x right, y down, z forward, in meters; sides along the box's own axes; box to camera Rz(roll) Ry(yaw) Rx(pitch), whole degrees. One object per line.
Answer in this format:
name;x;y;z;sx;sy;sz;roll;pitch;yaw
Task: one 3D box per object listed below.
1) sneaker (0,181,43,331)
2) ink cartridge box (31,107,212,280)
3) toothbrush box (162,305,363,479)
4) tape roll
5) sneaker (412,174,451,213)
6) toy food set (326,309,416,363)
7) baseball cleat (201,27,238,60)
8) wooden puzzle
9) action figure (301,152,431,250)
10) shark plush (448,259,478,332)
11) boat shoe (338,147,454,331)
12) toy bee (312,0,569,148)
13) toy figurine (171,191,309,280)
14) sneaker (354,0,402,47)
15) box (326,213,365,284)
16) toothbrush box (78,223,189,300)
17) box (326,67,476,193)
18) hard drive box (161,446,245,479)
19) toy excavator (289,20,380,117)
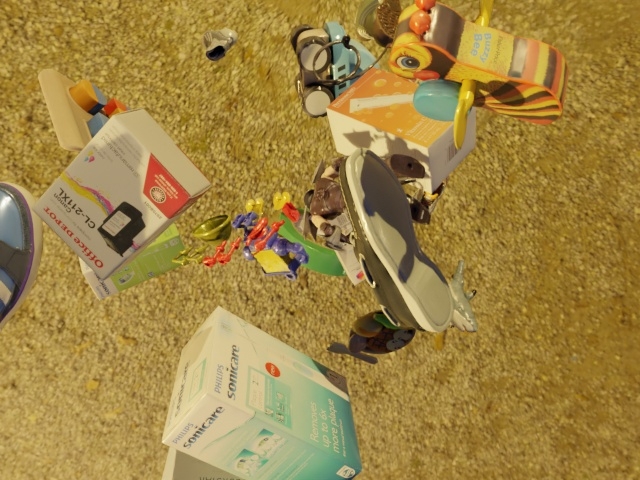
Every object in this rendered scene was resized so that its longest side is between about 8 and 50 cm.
sneaker;-0.468;0.062;0.618;0.130;0.236;0.323;20;82;1
ink cartridge box;-0.243;-0.054;0.649;0.175;0.072;0.127;-39;99;21
toothbrush box;-0.091;0.277;0.883;0.295;0.216;0.126;33;110;-19
tape roll;0.000;0.000;1.810;0.321;0.321;0.077;19;115;-8
sneaker;0.360;-0.153;1.781;0.088;0.093;0.225;26;123;8
toy food set;0.111;0.174;0.961;0.132;0.038;0.192;23;125;-23
baseball cleat;-0.339;-0.612;1.655;0.072;0.206;0.109;44;72;-31
wooden puzzle;-0.601;-0.324;1.513;0.080;0.322;0.348;-38;152;16
action figure;0.060;-0.074;0.948;0.099;0.285;0.185;9;83;-38
shark plush;0.302;0.121;1.122;0.067;0.161;0.073;-9;136;30
boat shoe;0.092;0.012;0.774;0.091;0.114;0.303;-10;111;46
toy bee;0.141;-0.198;0.591;0.298;0.162;0.195;-8;79;2
toy figurine;-0.153;0.044;1.266;0.362;0.191;0.217;-9;133;43
sneaker;0.100;-0.383;0.941;0.064;0.192;0.086;23;138;-23
box;0.097;-0.009;1.172;0.145;0.038;0.186;-31;120;-3
toothbrush box;-0.563;0.020;1.578;0.283;0.206;0.122;-24;134;-16
box;0.222;-0.312;1.458;0.215;0.345;0.168;-45;144;-21
hard drive box;-0.186;0.413;0.981;0.181;0.232;0.089;0;140;5
toy excavator;0.143;-0.513;1.766;0.445;0.222;0.433;-8;124;-4
